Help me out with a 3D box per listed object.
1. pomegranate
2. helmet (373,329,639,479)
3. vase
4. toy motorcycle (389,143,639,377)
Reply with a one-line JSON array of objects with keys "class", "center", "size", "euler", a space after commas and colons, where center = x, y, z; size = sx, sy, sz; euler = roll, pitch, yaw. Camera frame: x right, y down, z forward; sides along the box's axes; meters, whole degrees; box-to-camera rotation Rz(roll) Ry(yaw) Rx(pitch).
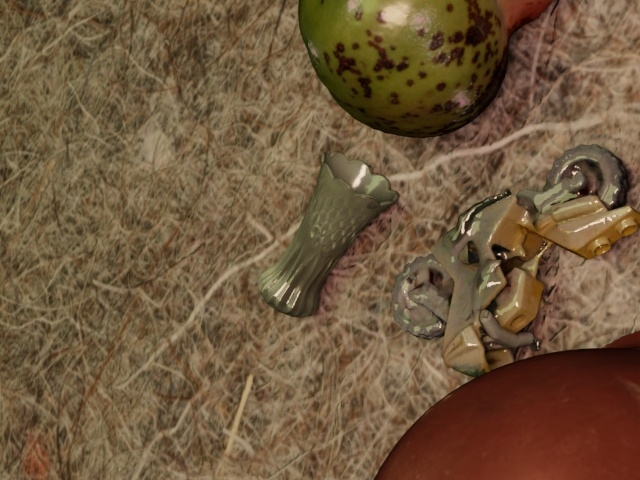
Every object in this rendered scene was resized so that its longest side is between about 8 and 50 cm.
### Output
[{"class": "pomegranate", "center": [0.106, -0.201, 1.670], "size": [0.248, 0.214, 0.214], "euler": [-21, 53, 4]}, {"class": "helmet", "center": [0.157, 0.216, 1.393], "size": [0.385, 0.230, 0.337], "euler": [-56, 40, 21]}, {"class": "vase", "center": [0.000, 0.000, 1.789], "size": [0.148, 0.081, 0.081], "euler": [-58, 40, 20]}, {"class": "toy motorcycle", "center": [0.163, 0.026, 1.578], "size": [0.229, 0.094, 0.129], "euler": [-36, 53, 19]}]
